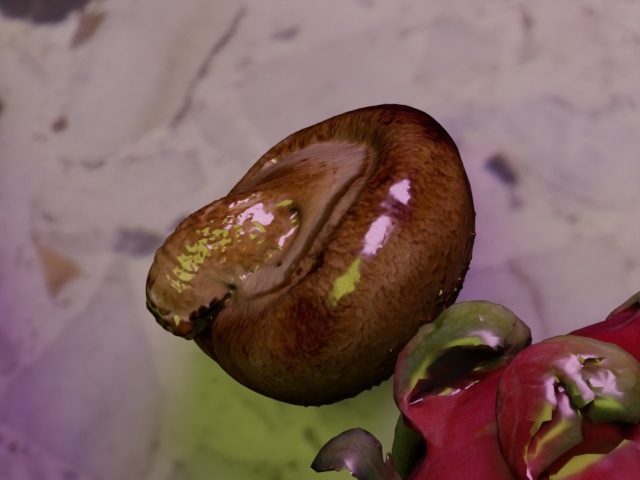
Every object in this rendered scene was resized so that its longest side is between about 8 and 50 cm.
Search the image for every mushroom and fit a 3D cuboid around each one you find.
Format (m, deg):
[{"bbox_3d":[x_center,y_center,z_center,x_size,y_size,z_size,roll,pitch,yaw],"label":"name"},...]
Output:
[{"bbox_3d":[0.000,0.000,0.474,0.127,0.087,0.127,-34,31,25],"label":"mushroom"}]

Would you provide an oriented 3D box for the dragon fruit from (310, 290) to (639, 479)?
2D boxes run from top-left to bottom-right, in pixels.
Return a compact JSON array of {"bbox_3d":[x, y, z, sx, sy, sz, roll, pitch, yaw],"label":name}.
[{"bbox_3d":[0.094,0.136,0.397,0.198,0.218,0.273,9,92,55],"label":"dragon fruit"}]
